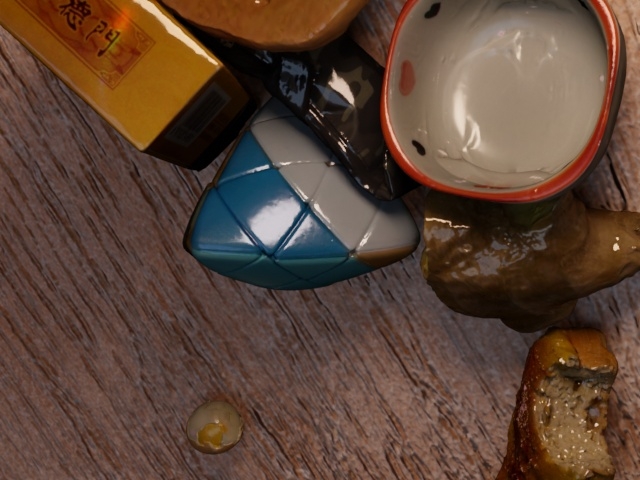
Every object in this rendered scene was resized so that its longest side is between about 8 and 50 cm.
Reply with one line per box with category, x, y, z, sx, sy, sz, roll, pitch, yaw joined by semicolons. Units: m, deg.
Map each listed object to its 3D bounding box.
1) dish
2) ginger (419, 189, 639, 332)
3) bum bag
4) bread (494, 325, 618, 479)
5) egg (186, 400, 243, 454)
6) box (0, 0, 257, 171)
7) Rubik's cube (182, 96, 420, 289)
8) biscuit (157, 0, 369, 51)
dish;0.192;-0.152;1.347;0.256;0.117;0.256;-2;86;26
ginger;0.240;0.020;1.437;0.270;0.123;0.219;5;140;13
bum bag;-0.003;-0.184;1.444;0.340;0.144;0.095;41;146;2
bread;0.254;0.285;1.525;0.109;0.185;0.380;7;120;-6
egg;-0.142;0.247;1.767;0.083;0.071;0.071;-30;100;36
box;-0.206;-0.200;1.376;0.264;0.415;0.116;41;92;2
Rubik's cube;0.000;0.000;1.515;0.254;0.254;0.254;11;119;21
biscuit;-0.058;-0.381;1.338;0.385;0.062;0.365;46;109;20
